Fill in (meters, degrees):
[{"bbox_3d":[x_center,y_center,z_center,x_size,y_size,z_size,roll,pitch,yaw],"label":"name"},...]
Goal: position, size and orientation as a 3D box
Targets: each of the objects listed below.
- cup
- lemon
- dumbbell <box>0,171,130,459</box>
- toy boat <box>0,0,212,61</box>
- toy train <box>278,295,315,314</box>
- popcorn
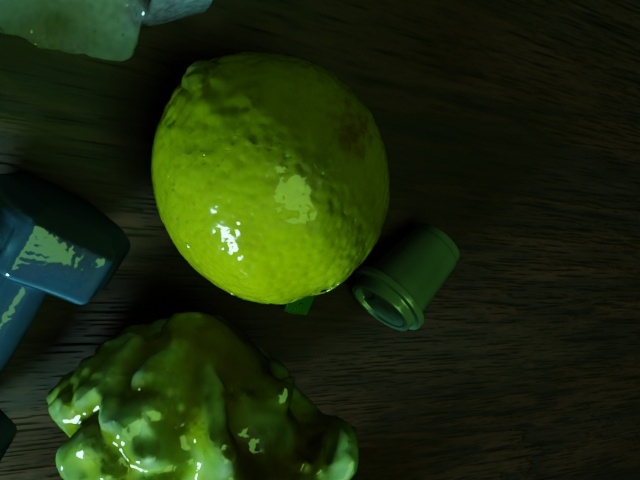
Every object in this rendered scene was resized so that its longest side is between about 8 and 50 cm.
[{"bbox_3d":[0.126,0.049,0.991,0.141,0.120,0.120,-48,132,-21],"label":"cup"},{"bbox_3d":[-0.050,-0.062,0.721,0.268,0.267,0.267,-15,122,-26],"label":"lemon"},{"bbox_3d":[-0.330,0.095,0.685,0.160,0.144,0.324,29,97,-36],"label":"dumbbell"},{"bbox_3d":[-0.208,-0.272,0.587,0.294,0.111,0.276,-23,148,-7],"label":"toy boat"},{"bbox_3d":[0.000,0.000,0.917,0.044,0.042,0.209,13,107,-38],"label":"toy train"},{"bbox_3d":[-0.142,0.237,0.793,0.274,0.279,0.335,-48,126,-6],"label":"popcorn"}]
